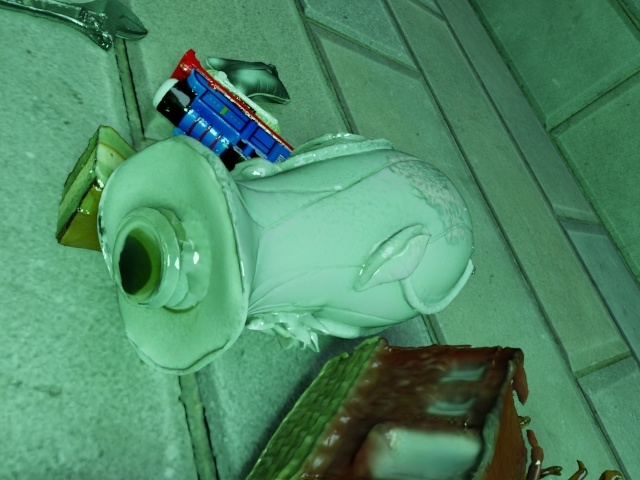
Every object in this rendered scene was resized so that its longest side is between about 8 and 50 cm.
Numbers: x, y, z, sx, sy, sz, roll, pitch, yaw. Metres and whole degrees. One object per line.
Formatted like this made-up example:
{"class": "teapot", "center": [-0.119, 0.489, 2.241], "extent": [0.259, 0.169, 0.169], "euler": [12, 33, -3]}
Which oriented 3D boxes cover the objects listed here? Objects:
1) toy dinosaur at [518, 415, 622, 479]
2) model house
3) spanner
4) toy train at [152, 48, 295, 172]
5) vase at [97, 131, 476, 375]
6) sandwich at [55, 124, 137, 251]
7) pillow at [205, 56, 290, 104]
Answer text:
{"class": "toy dinosaur", "center": [0.178, 0.304, 0.526], "extent": [0.432, 0.097, 0.208], "euler": [-12, 71, -24]}
{"class": "model house", "center": [0.057, 0.207, 0.461], "extent": [0.196, 0.254, 0.160], "euler": [-45, 119, -46]}
{"class": "spanner", "center": [-0.363, -0.290, 0.585], "extent": [0.326, 0.026, 0.093], "euler": [-4, 64, -45]}
{"class": "toy train", "center": [-0.131, -0.147, 0.661], "extent": [0.204, 0.083, 0.131], "euler": [40, 42, -15]}
{"class": "vase", "center": [0.000, 0.000, 0.534], "extent": [0.445, 0.250, 0.249], "euler": [-5, 65, -52]}
{"class": "sandwich", "center": [-0.172, -0.035, 0.510], "extent": [0.163, 0.113, 0.079], "euler": [16, 51, -37]}
{"class": "pillow", "center": [-0.113, -0.257, 0.785], "extent": [0.136, 0.055, 0.091], "euler": [-21, 96, -48]}
